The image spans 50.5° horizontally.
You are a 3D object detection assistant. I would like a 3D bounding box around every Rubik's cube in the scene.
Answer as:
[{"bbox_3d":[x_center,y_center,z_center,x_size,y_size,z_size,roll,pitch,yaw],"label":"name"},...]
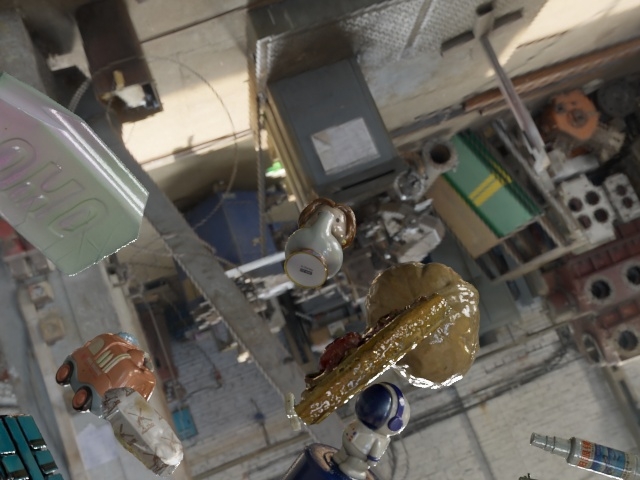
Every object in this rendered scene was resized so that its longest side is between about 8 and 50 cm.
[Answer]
[{"bbox_3d":[-0.783,0.583,1.547,0.294,0.288,0.283,-33,168,-5],"label":"Rubik's cube"}]

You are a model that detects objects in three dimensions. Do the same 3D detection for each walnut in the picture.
[{"bbox_3d":[0.281,0.231,1.886,0.381,0.381,0.381,-21,169,-4],"label":"walnut"}]

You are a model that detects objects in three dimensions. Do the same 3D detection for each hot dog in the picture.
[{"bbox_3d":[-0.327,0.345,1.243,0.053,0.192,0.099,-43,-178,24],"label":"hot dog"}]

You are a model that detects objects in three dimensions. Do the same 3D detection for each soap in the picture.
[{"bbox_3d":[-0.483,-0.118,1.205,0.208,0.115,0.347,-29,125,11],"label":"soap"}]

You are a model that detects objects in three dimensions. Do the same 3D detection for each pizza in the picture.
[{"bbox_3d":[0.080,0.276,1.611,0.440,0.130,0.406,-34,175,-21],"label":"pizza"}]

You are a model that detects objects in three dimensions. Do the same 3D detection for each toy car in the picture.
[{"bbox_3d":[-0.560,0.362,1.839,0.212,0.270,0.180,-51,136,-6],"label":"toy car"}]

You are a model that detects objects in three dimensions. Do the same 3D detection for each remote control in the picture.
[{"bbox_3d":[-0.083,0.522,2.067,0.032,0.074,0.122,-10,133,5],"label":"remote control"}]

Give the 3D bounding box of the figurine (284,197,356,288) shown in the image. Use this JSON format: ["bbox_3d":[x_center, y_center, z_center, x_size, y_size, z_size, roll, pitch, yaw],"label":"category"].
[{"bbox_3d":[0.000,0.000,1.601,0.263,0.142,0.189,-64,177,-55],"label":"figurine"}]

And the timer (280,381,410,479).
[{"bbox_3d":[0.094,0.534,1.728,0.383,0.270,0.270,-62,164,4],"label":"timer"}]

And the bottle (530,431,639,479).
[{"bbox_3d":[0.539,0.436,1.385,0.217,0.060,0.060,15,174,9],"label":"bottle"}]

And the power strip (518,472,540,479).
[{"bbox_3d":[0.460,0.566,1.482,0.051,0.019,0.136,7,-144,6],"label":"power strip"}]
